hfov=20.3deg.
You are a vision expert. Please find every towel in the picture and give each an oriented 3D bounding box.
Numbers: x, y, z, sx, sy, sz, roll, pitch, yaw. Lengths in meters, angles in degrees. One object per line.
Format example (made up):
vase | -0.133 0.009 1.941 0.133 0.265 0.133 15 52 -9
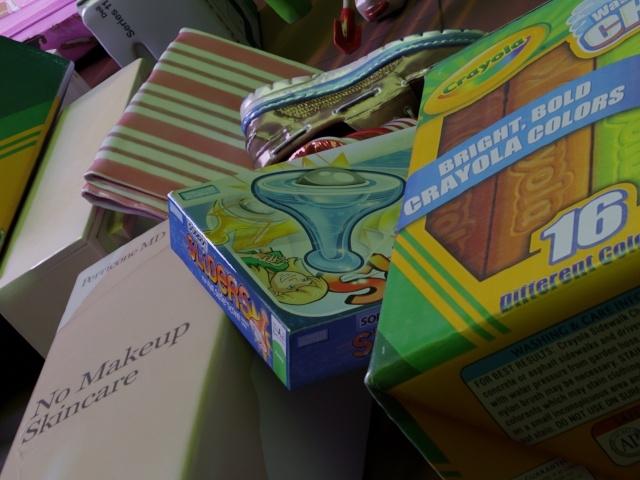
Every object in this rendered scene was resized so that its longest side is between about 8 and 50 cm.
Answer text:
towel | -0.062 -0.068 1.219 0.197 0.144 0.029 -64 -7 -47

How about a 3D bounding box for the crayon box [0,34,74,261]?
crayon box | -0.277 0.003 1.348 0.323 0.083 0.203 -85 17 -59

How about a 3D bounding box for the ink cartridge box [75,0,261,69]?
ink cartridge box | -0.124 -0.194 1.504 0.087 0.153 0.208 -34 25 12

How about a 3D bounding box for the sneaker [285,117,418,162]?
sneaker | 0.000 0.000 1.090 0.128 0.087 0.221 -22 -9 -45

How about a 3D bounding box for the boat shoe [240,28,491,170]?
boat shoe | 0.039 -0.080 1.161 0.183 0.066 0.066 -18 59 16

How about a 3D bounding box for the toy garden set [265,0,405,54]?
toy garden set | 0.015 -0.259 1.371 0.049 0.204 0.244 -24 37 37

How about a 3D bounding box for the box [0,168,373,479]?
box | -0.067 0.114 0.890 0.148 0.121 0.311 -30 25 22

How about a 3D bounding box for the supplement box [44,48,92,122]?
supplement box | -0.273 -0.129 1.727 0.098 0.062 0.036 -48 22 -19

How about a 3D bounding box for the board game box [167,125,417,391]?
board game box | 0.044 -0.003 0.876 0.201 0.035 0.136 -17 37 -23

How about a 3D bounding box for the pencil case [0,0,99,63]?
pencil case | -0.224 -0.264 1.780 0.386 0.160 0.167 -22 62 35

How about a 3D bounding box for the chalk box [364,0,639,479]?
chalk box | 0.152 -0.007 0.701 0.180 0.179 0.289 -29 25 24

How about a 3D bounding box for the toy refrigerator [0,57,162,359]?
toy refrigerator | -0.143 -0.019 1.276 0.094 0.102 0.269 -31 24 21
